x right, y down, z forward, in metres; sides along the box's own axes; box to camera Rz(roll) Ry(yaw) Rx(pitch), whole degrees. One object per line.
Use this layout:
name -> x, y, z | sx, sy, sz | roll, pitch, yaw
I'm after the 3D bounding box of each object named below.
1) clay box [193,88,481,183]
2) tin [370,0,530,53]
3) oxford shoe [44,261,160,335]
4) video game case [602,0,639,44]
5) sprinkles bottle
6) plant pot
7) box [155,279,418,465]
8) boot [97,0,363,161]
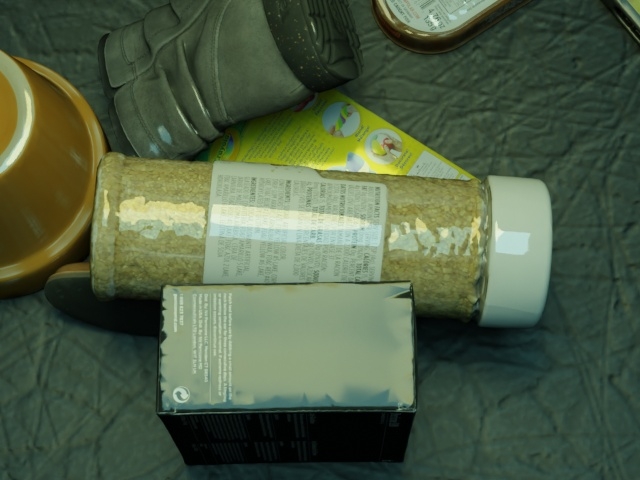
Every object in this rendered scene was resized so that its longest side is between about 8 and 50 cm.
clay box -> 0.009, -0.052, 1.544 | 0.222, 0.053, 0.127 | 33, 78, 10
tin -> 0.132, -0.241, 1.603 | 0.190, 0.040, 0.106 | -34, 82, -8
oxford shoe -> -0.123, 0.031, 1.525 | 0.212, 0.076, 0.076 | 0, 52, -4
video game case -> 0.403, -0.236, 1.599 | 0.275, 0.035, 0.248 | -36, 78, -8
sprinkles bottle -> 0.000, 0.000, 1.435 | 0.355, 0.121, 0.121 | 4, 75, -3
plant pot -> -0.279, -0.072, 1.483 | 0.205, 0.188, 0.205 | 0, 75, 0
box -> -0.022, 0.107, 1.395 | 0.184, 0.261, 0.103 | 2, 75, 0
boot -> -0.096, -0.216, 1.548 | 0.223, 0.118, 0.338 | -27, 43, 23
